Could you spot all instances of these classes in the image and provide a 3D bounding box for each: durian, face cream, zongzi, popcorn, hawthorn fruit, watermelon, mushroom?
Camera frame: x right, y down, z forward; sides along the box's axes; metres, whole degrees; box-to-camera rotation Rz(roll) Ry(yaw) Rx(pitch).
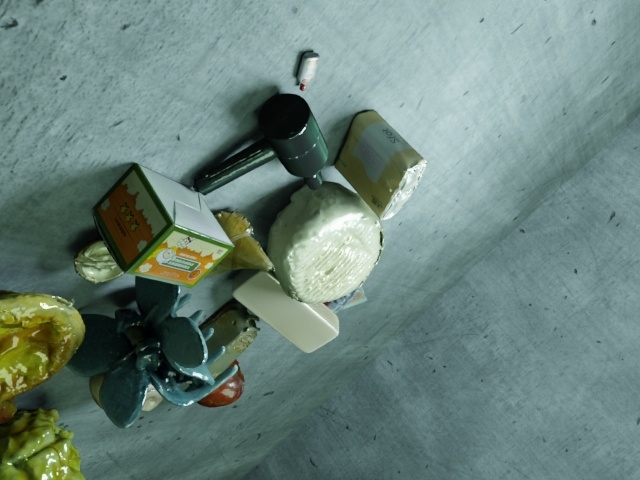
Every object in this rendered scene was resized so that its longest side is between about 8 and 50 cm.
[{"bbox_3d":[-0.443,0.029,1.156,0.140,0.071,0.110,-2,133,-31],"label":"durian"},{"bbox_3d":[-0.028,-0.345,1.137,0.040,0.021,0.083,-19,148,-32],"label":"face cream"},{"bbox_3d":[-0.217,0.051,1.334,0.194,0.197,0.099,-47,163,23],"label":"zongzi"},{"bbox_3d":[-0.732,0.577,1.383,0.274,0.335,0.279,9,99,-38],"label":"popcorn"},{"bbox_3d":[-0.360,0.473,1.867,0.202,0.185,0.185,-21,152,-3],"label":"hawthorn fruit"},{"bbox_3d":[0.075,0.172,2.036,0.154,0.094,0.241,-26,151,-3],"label":"watermelon"},{"bbox_3d":[-0.502,0.377,1.520,0.254,0.184,0.255,-33,143,-29],"label":"mushroom"}]

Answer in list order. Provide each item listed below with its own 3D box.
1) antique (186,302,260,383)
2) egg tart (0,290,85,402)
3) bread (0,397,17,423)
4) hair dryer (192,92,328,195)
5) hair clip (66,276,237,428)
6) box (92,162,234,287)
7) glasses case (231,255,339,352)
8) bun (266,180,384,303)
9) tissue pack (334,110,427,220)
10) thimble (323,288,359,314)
[{"bbox_3d":[-0.311,0.313,1.710,0.284,0.125,0.150,-43,153,10],"label":"antique"},{"bbox_3d":[-0.650,0.206,1.110,0.341,0.132,0.341,-30,153,-17],"label":"egg tart"},{"bbox_3d":[-0.808,0.373,1.245,0.139,0.077,0.271,-28,155,-14],"label":"bread"},{"bbox_3d":[-0.129,-0.165,1.231,0.302,0.116,0.244,-27,153,2],"label":"hair dryer"},{"bbox_3d":[-0.379,0.238,1.308,0.392,0.318,0.238,-41,156,3],"label":"hair clip"},{"bbox_3d":[-0.315,-0.021,1.116,0.148,0.177,0.195,-42,153,11],"label":"box"},{"bbox_3d":[-0.098,0.194,1.626,0.144,0.076,0.336,-35,119,20],"label":"glasses case"},{"bbox_3d":[0.000,0.000,1.511,0.359,0.211,0.360,-25,136,-26],"label":"bun"},{"bbox_3d":[0.145,-0.187,1.379,0.090,0.222,0.186,-13,145,-36],"label":"tissue pack"},{"bbox_3d":[0.002,0.145,1.792,0.205,0.172,0.236,3,130,-49],"label":"thimble"}]
